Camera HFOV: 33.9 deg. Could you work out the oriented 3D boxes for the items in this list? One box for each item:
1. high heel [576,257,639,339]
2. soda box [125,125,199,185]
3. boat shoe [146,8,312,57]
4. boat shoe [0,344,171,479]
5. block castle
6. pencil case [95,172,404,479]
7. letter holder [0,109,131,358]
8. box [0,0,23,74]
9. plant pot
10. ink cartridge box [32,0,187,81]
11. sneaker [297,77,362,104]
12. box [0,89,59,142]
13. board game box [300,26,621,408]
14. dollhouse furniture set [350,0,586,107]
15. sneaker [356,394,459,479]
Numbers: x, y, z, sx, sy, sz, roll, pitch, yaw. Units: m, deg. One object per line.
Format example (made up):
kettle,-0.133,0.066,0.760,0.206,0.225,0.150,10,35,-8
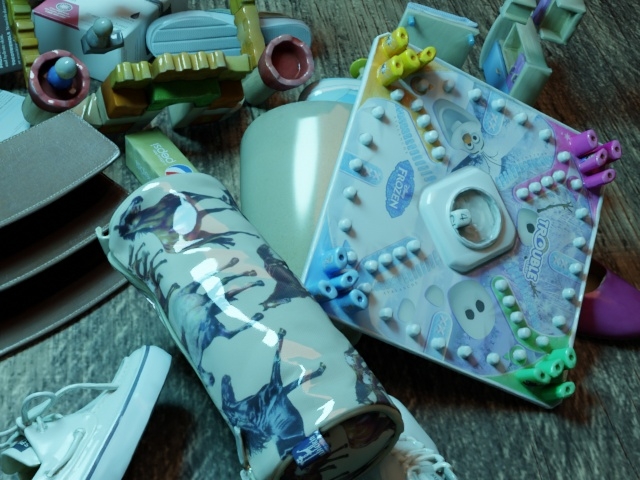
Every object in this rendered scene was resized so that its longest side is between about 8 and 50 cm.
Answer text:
high heel,0.310,0.004,1.460,0.377,0.181,0.127,22,43,14
soda box,-0.225,-0.093,1.563,0.058,0.061,0.181,-22,51,-29
boat shoe,-0.165,-0.354,1.844,0.302,0.109,0.094,-4,28,-26
boat shoe,-0.292,0.237,1.135,0.156,0.136,0.367,28,50,-5
block castle,-0.249,-0.342,1.603,0.453,0.213,0.303,-10,84,-29
pencil case,-0.093,0.103,1.191,0.183,0.160,0.410,-25,59,-26
letter holder,-0.381,-0.008,1.382,0.214,0.152,0.302,36,49,24
box,-0.600,-0.351,1.677,0.203,0.167,0.168,-19,34,-27
plant pot,0.000,0.000,1.393,0.256,0.256,0.274,8,58,-1
ink cartridge box,-0.361,-0.388,1.830,0.172,0.100,0.237,21,44,12
sneaker,0.128,-0.164,1.659,0.319,0.127,0.208,-5,41,-1
box,-0.496,-0.173,1.622,0.186,0.038,0.145,17,43,10
board game box,0.199,-0.031,1.349,0.390,0.050,0.390,24,69,-18
dollhouse furniture set,0.228,-0.357,1.762,0.303,0.286,0.198,12,41,-14
sneaker,0.117,0.279,1.170,0.111,0.129,0.297,-10,44,-17
